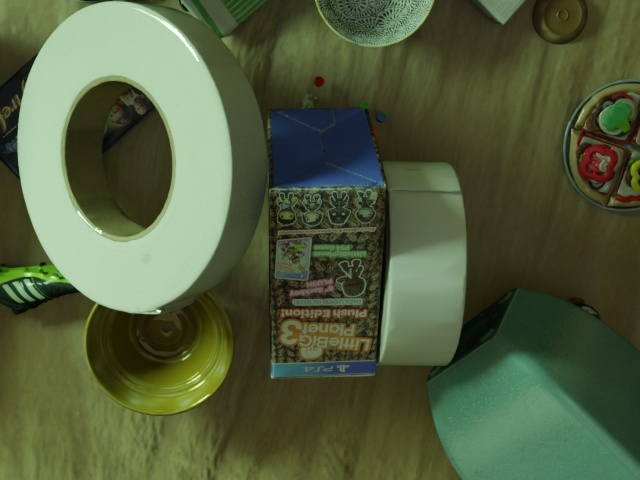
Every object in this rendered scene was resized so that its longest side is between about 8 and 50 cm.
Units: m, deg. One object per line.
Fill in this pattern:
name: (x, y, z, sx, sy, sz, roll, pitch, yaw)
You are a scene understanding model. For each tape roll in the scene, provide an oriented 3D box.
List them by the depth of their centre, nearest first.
tape roll: (-0.237, -0.102, 1.141, 0.391, 0.072, 0.392, 7, 102, 34)
tape roll: (0.123, 0.030, 1.237, 0.100, 0.286, 0.286, 2, 102, -3)

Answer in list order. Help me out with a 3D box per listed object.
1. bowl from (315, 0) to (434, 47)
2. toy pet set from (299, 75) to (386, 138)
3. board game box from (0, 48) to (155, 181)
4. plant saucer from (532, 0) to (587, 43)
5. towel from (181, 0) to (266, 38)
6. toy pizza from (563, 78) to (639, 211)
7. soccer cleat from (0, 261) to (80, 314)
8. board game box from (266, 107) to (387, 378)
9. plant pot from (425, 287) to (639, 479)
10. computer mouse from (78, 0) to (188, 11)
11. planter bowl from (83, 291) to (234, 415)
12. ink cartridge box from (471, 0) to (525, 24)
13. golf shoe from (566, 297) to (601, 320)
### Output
bowl: (0.072, -0.356, 1.258, 0.170, 0.080, 0.170, -1, 101, -4)
toy pet set: (0.015, -0.158, 1.318, 0.122, 0.065, 0.114, 29, 64, -12)
board game box: (-0.359, -0.190, 1.285, 0.243, 0.042, 0.165, -41, 101, 5)
plant saucer: (0.352, -0.330, 1.313, 0.083, 0.015, 0.084, -1, 102, -3)
towel: (-0.075, -0.437, 1.181, 0.324, 0.038, 0.248, -39, 144, 4)
toy pizza: (0.466, -0.141, 1.351, 0.201, 0.032, 0.201, -1, 102, -3)
soccer cleat: (-0.425, 0.072, 1.332, 0.178, 0.060, 0.072, 1, 111, 3)
board game box: (0.000, 0.000, 1.207, 0.141, 0.232, 0.291, -1, 123, -3)
plant pot: (0.299, 0.219, 1.281, 0.252, 0.248, 0.247, 46, 127, -3)
computer mouse: (-0.270, -0.368, 1.254, 0.192, 0.042, 0.106, -5, 103, -3)
planter bowl: (-0.234, 0.143, 1.337, 0.217, 0.090, 0.217, -1, 102, -3)
ink cartridge box: (0.241, -0.417, 1.265, 0.179, 0.045, 0.145, 40, 97, -16)
golf shoe: (0.417, 0.185, 1.389, 0.067, 0.086, 0.186, -20, 104, -2)
